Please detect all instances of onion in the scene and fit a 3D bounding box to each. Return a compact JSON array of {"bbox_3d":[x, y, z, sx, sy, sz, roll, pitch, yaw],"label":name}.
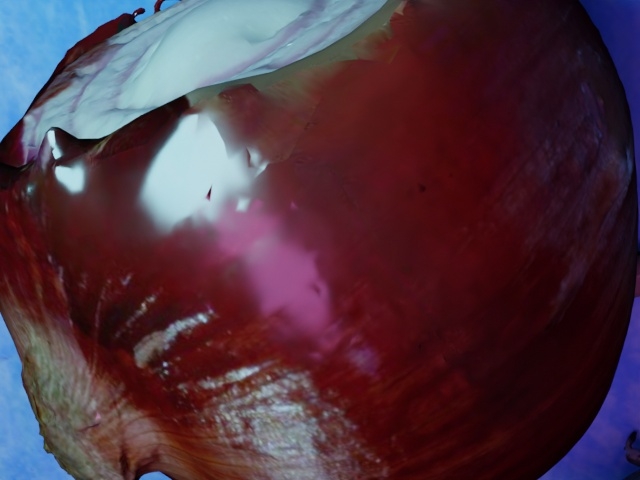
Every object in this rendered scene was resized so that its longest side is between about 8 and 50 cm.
[{"bbox_3d":[0.003,-0.005,0.818,0.341,0.341,0.341,10,122,16],"label":"onion"}]

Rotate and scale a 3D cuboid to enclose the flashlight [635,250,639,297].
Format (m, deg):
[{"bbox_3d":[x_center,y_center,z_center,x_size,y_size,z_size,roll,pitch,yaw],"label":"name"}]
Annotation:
[{"bbox_3d":[0.175,0.021,0.931,0.110,0.031,0.052,-16,113,28],"label":"flashlight"}]

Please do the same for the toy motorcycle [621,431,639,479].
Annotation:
[{"bbox_3d":[0.177,0.186,0.993,0.080,0.122,0.215,42,139,6],"label":"toy motorcycle"}]
